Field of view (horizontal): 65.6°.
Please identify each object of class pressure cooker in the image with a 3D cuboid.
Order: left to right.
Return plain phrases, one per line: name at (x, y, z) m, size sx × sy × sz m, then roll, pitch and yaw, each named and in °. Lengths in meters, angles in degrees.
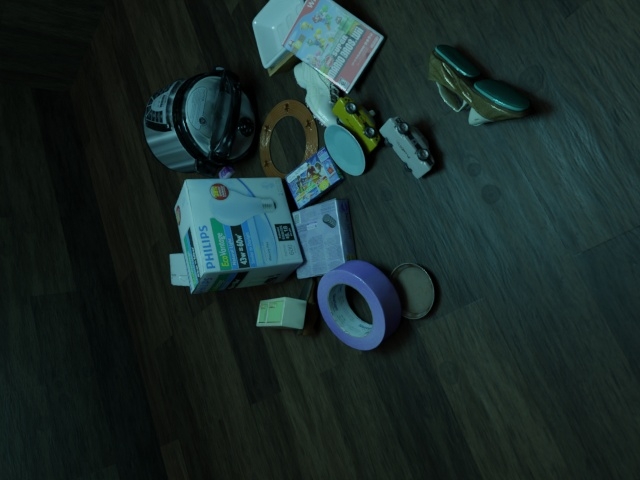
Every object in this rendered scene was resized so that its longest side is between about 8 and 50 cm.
pressure cooker at (-0.457, -0.467, 1.970) m, size 0.420 × 0.375 × 0.370 m, roll 1°, pitch 122°, yaw 45°

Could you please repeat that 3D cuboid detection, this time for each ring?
ring at (-0.133, -0.361, 1.877) m, size 0.336 × 0.032 × 0.337 m, roll 4°, pitch 95°, yaw 45°

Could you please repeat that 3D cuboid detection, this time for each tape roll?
tape roll at (0.118, 0.204, 1.571) m, size 0.274 × 0.090 × 0.275 m, roll 22°, pitch 124°, yaw 38°

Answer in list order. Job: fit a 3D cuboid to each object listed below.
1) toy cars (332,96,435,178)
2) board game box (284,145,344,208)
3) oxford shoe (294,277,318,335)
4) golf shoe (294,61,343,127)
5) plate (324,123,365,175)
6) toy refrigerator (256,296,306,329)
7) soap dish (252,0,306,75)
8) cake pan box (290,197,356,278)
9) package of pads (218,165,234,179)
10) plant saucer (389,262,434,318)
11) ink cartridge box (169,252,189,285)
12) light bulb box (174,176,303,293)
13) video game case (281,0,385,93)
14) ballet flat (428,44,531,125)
toy cars at (0.197, -0.326, 1.497) m, size 0.393 × 0.087 × 0.177 m, roll 34°, pitch 153°, yaw 37°
board game box at (-0.024, -0.218, 1.744) m, size 0.201 × 0.035 × 0.136 m, roll -33°, pitch 72°, yaw 31°
oxford shoe at (-0.041, 0.242, 1.810) m, size 0.076 × 0.075 × 0.213 m, roll 178°, pitch 103°, yaw -70°
golf shoe at (0.015, -0.507, 1.660) m, size 0.140 × 0.115 × 0.306 m, roll -39°, pitch 67°, yaw 36°
plate at (0.084, -0.297, 1.612) m, size 0.188 × 0.024 × 0.188 m, roll 41°, pitch 155°, yaw 24°
toy refrigerator at (-0.152, 0.271, 1.831) m, size 0.269 × 0.094 × 0.102 m, roll -20°, pitch 60°, yaw 63°
soap dish at (-0.105, -0.754, 1.754) m, size 0.290 × 0.118 × 0.229 m, roll -26°, pitch 75°, yaw 43°
cake pan box at (0.000, 0.000, 1.745) m, size 0.266 × 0.070 × 0.246 m, roll -15°, pitch 80°, yaw 45°
package of pads at (-0.411, -0.293, 2.166) m, size 0.083 × 0.031 × 0.050 m, roll -38°, pitch 69°, yaw 41°
plant saucer at (0.278, 0.151, 1.498) m, size 0.168 × 0.029 × 0.169 m, roll 5°, pitch 97°, yaw 47°
ink cartridge box at (-0.417, 0.101, 2.006) m, size 0.223 × 0.307 × 0.129 m, roll -3°, pitch 92°, yaw 45°
light bulb box at (-0.303, -0.024, 1.794) m, size 0.225 × 0.360 × 0.358 m, roll -46°, pitch 56°, yaw 55°
video game case at (0.036, -0.634, 1.583) m, size 0.285 × 0.025 × 0.204 m, roll 39°, pitch 111°, yaw 10°
ballet flat at (0.394, -0.380, 1.292) m, size 0.342 × 0.116 × 0.124 m, roll 50°, pitch 146°, yaw 31°
